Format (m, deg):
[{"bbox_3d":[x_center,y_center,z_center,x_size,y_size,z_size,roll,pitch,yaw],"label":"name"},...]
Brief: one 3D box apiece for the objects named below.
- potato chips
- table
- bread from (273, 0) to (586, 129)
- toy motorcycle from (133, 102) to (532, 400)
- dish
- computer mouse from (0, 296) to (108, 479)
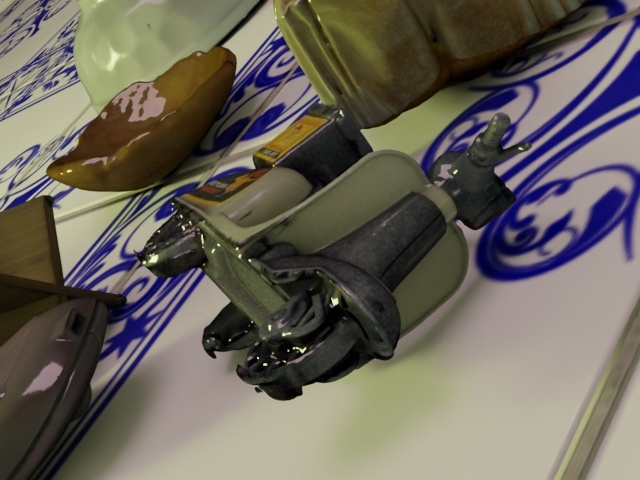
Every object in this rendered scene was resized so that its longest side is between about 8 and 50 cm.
[{"bbox_3d":[-0.145,-0.093,1.085,0.195,0.062,0.208,-42,19,-21],"label":"potato chips"},{"bbox_3d":[-0.262,0.064,0.870,0.226,0.167,0.167,-19,28,24],"label":"table"},{"bbox_3d":[0.070,-0.166,0.813,0.192,0.110,0.210,-30,23,6],"label":"bread"},{"bbox_3d":[0.000,0.000,0.627,0.157,0.091,0.263,-39,19,-10],"label":"toy motorcycle"},{"bbox_3d":[-0.179,-0.274,1.419,0.303,0.120,0.303,-34,23,16],"label":"dish"},{"bbox_3d":[-0.202,0.122,0.753,0.232,0.057,0.120,-39,22,24],"label":"computer mouse"}]
